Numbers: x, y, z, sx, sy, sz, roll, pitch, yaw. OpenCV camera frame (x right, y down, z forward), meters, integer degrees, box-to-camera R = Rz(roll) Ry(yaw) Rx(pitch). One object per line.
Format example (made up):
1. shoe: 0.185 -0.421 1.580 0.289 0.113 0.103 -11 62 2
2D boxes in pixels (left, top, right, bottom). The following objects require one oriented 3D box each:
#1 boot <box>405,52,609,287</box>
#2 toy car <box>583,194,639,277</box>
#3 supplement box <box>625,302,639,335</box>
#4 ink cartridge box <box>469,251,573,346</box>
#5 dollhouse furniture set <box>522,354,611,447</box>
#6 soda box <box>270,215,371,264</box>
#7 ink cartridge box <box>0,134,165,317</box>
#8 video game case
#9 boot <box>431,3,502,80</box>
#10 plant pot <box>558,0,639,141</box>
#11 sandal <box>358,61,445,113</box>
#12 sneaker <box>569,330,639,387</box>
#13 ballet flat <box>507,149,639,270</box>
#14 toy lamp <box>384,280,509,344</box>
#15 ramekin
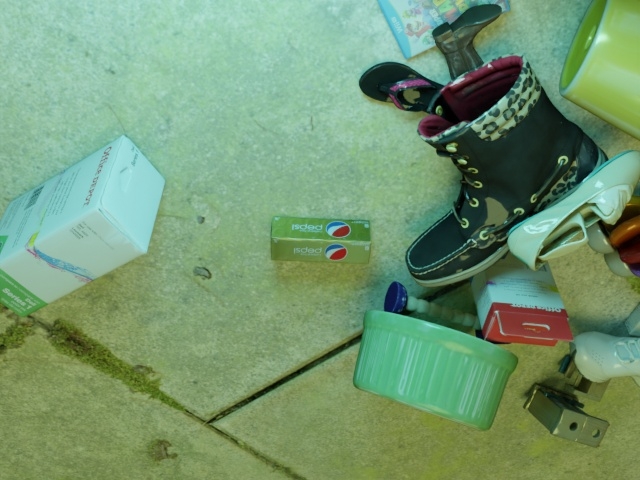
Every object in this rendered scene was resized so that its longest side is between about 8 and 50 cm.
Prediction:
1. boot: 0.243 -0.100 1.123 0.377 0.138 0.284 -33 131 21
2. toy car: 0.572 0.005 1.235 0.159 0.136 0.182 -34 123 26
3. supplement box: 0.677 0.153 1.430 0.062 0.036 0.098 11 130 -9
4. ink cartridge box: 0.355 0.111 1.264 0.134 0.231 0.078 6 131 -5
5. dollhouse furniture set: 0.571 0.337 1.559 0.128 0.129 0.184 20 98 -18
6. soda box: 0.000 0.000 1.280 0.181 0.061 0.058 2 132 -2
7. ink cartridge box: -0.410 -0.024 1.166 0.278 0.201 0.117 -25 127 20
8. video game case: 0.175 -0.346 1.010 0.166 0.015 0.119 -22 128 18
9. boot: 0.230 -0.286 1.035 0.106 0.037 0.114 -16 142 24
10. plant pot: 0.476 -0.242 0.966 0.238 0.254 0.254 20 130 4
11. sandal: 0.148 -0.228 1.095 0.179 0.040 0.067 15 130 -13
12. sneaker: 0.642 0.233 1.435 0.297 0.111 0.129 11 152 -21
13. ballet flat: 0.411 -0.039 1.088 0.248 0.086 0.086 -37 122 15
14. toy lamp: 0.265 0.152 1.402 0.274 0.080 0.080 15 129 -12
15. ramekin: 0.208 0.251 1.336 0.303 0.148 0.303 18 169 4
